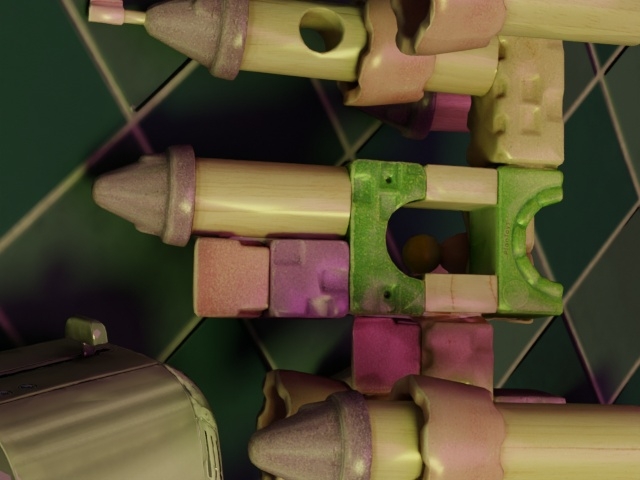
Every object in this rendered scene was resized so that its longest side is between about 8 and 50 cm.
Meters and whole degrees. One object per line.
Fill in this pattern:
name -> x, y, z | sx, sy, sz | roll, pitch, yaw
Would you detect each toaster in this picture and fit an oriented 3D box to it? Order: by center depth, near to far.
toaster -> -0.131, 0.153, 0.693 | 0.146, 0.129, 0.227 | -20, 113, -44

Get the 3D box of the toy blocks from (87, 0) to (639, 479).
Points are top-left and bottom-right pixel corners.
toy blocks -> 0.000, 0.000, 0.770 | 0.260, 0.309, 0.288 | 2, 85, -14
